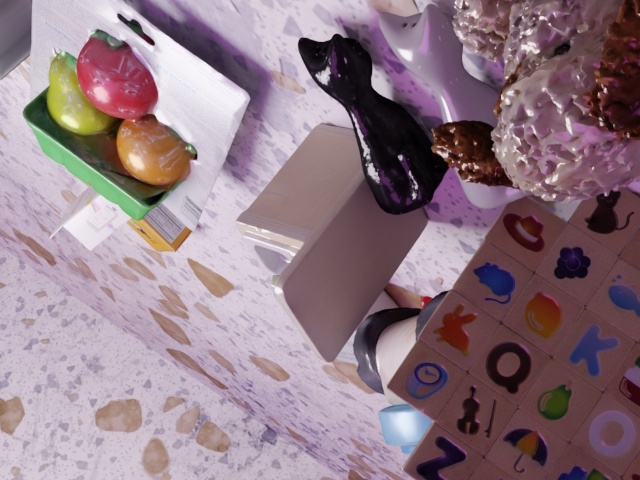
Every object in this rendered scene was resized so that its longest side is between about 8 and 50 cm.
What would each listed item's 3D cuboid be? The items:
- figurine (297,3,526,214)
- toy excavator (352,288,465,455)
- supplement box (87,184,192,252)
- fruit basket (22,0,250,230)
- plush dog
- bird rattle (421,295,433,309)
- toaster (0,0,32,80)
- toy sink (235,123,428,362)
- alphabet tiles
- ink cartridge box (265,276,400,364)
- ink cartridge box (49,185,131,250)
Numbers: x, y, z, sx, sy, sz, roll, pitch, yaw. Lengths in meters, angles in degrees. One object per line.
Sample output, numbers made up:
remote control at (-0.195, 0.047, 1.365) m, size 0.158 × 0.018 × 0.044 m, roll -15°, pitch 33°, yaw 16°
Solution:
figurine at (0.092, -0.131, 0.823) m, size 0.215 × 0.092 × 0.209 m, roll -1°, pitch 132°, yaw 54°
toy excavator at (0.290, 0.258, 0.968) m, size 0.222 × 0.432 × 0.445 m, roll -27°, pitch 74°, yaw 64°
supplement box at (-0.336, -0.080, 1.522) m, size 0.233 × 0.080 × 0.078 m, roll 50°, pitch 154°, yaw -25°
fruit basket at (-0.262, -0.196, 1.158) m, size 0.327 × 0.165 × 0.353 m, roll 36°, pitch 141°, yaw 1°
plush dog at (0.187, -0.117, 0.528) m, size 0.210 × 0.225 × 0.262 m, roll 39°, pitch 157°, yaw -5°
bird rattle at (0.196, 0.208, 1.179) m, size 0.143 × 0.207 × 0.253 m, roll 8°, pitch 158°, yaw 17°
toaster at (-0.501, -0.342, 1.218) m, size 0.168 × 0.110 × 0.186 m, roll 34°, pitch 157°, yaw 8°
toy sink at (0.000, 0.000, 0.999) m, size 0.131 × 0.234 × 0.153 m, roll 17°, pitch 151°, yaw 38°
alphabet tiles at (0.241, 0.125, 0.791) m, size 0.285 × 0.342 × 0.011 m, roll 34°, pitch -179°, yaw 7°
ink cartridge box at (0.034, 0.105, 1.333) m, size 0.208 × 0.087 × 0.153 m, roll 48°, pitch 155°, yaw -27°
ink cartridge box at (-0.354, -0.063, 1.403) m, size 0.198 × 0.115 × 0.067 m, roll -34°, pitch 114°, yaw 23°
